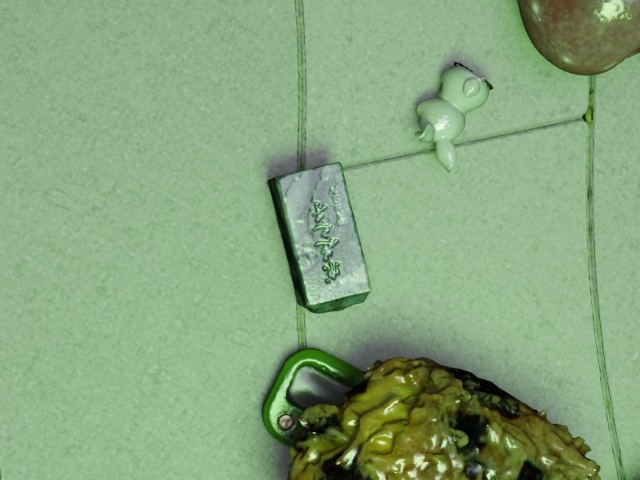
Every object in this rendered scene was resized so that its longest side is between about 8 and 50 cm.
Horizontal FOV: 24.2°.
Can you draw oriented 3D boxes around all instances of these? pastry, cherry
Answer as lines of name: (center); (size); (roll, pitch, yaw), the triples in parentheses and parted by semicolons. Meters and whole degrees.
pastry: (0.163, 0.324, 1.793); (0.337, 0.292, 0.405); (-34, 109, -14)
cherry: (0.369, -0.321, 1.890); (0.236, 0.213, 0.285); (-18, 83, -18)

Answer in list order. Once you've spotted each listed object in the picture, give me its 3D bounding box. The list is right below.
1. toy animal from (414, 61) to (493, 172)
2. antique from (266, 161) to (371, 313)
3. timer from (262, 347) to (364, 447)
toy animal: (0.167, -0.162, 1.923); (0.071, 0.085, 0.124); (39, 88, -24)
antique: (0.000, 0.000, 1.882); (0.088, 0.086, 0.183); (-15, 91, -9)
timer: (0.003, 0.211, 1.899); (0.140, 0.047, 0.128); (28, 86, -8)
